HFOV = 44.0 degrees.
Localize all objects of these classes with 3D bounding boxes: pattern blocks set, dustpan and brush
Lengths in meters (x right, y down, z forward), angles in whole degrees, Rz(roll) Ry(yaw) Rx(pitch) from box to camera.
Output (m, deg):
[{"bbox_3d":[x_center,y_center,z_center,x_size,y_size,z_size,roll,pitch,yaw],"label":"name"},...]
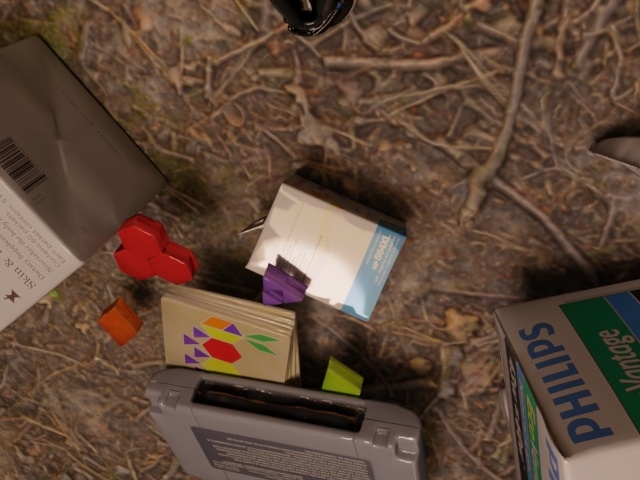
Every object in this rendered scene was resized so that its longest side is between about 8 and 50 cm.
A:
[{"bbox_3d":[-0.094,0.114,0.825,0.285,0.026,0.325,22,141,0],"label":"pattern blocks set"},{"bbox_3d":[0.301,-0.033,0.620,0.147,0.211,0.060,33,83,-4],"label":"dustpan and brush"}]

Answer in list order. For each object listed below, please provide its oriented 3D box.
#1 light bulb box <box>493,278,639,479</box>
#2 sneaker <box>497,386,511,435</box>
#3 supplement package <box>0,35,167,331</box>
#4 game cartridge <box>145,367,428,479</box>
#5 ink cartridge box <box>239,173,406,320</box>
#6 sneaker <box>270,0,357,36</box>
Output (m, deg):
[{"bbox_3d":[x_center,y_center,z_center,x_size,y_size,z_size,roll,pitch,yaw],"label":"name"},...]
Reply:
[{"bbox_3d":[0.364,0.223,0.677,0.360,0.225,0.358,-11,112,3],"label":"light bulb box"},{"bbox_3d":[0.261,0.225,0.839,0.094,0.080,0.212,-27,113,10],"label":"sneaker"},{"bbox_3d":[-0.336,-0.025,0.781,0.262,0.198,0.199,-35,104,25],"label":"supplement package"},{"bbox_3d":[-0.030,0.230,0.869,0.297,0.062,0.198,6,143,17],"label":"game cartridge"},{"bbox_3d":[0.000,0.000,0.763,0.143,0.092,0.090,24,101,1],"label":"ink cartridge box"},{"bbox_3d":[-0.021,-0.273,0.631,0.079,0.121,0.217,-12,112,17],"label":"sneaker"}]
